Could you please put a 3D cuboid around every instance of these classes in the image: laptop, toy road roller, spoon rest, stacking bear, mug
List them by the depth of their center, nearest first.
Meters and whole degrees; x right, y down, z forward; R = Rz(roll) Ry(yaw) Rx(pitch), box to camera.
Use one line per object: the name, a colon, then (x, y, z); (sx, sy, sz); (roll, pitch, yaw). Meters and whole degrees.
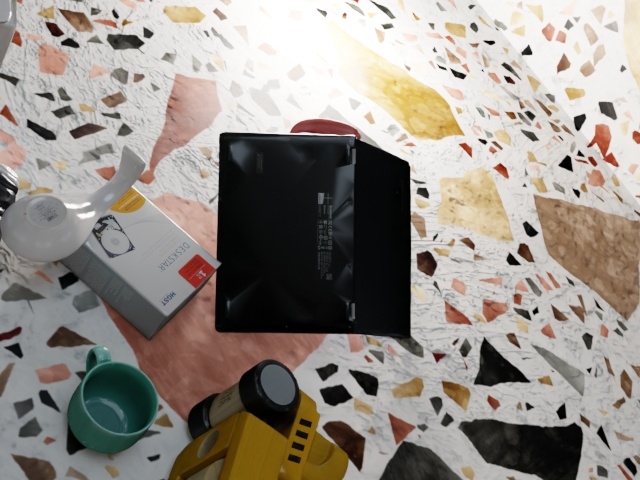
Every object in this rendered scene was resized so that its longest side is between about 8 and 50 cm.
mug: (-0.333, 0.262, 1.589); (0.130, 0.097, 0.157); (25, 43, -16)
toy road roller: (-0.094, 0.376, 1.598); (0.241, 0.202, 0.329); (40, 39, -17)
spoon rest: (-0.418, -0.058, 1.701); (0.137, 0.084, 0.276); (42, 57, 15)
laptop: (0.000, 0.000, 1.985); (0.408, 0.236, 0.381); (1, 82, -5)
stacking bear: (-0.045, -0.107, 2.076); (0.164, 0.175, 0.289); (20, 51, 9)

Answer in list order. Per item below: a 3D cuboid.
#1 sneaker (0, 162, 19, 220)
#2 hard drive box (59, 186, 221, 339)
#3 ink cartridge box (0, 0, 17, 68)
sneaker: (-0.629, -0.061, 1.645); (0.269, 0.101, 0.153); (4, 56, -31)
hard drive box: (-0.328, 0.034, 1.794); (0.232, 0.089, 0.181); (41, 42, 0)
ink cartridge box: (-0.679, -0.297, 1.590); (0.286, 0.395, 0.166); (10, 50, -30)
